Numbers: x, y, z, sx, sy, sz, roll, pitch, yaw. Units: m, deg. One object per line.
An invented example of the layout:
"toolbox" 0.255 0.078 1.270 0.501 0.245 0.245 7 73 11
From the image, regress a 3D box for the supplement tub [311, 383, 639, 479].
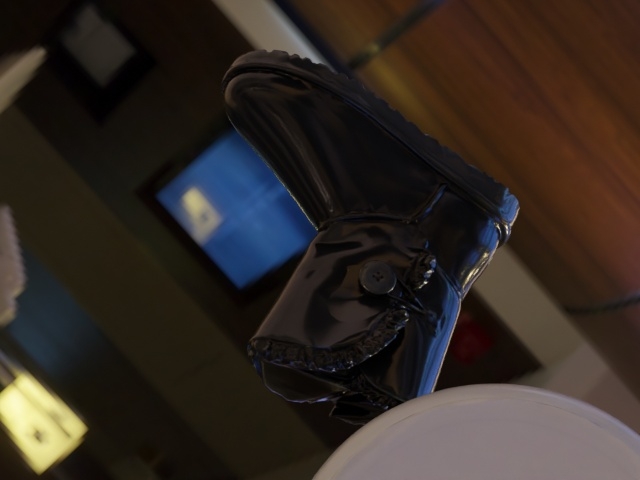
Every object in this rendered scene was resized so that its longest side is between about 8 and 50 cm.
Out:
"supplement tub" 0.096 0.200 0.853 0.228 0.228 0.316 -42 166 -4

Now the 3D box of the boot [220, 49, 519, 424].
"boot" 0.000 0.000 1.088 0.207 0.246 0.094 -58 180 -31
